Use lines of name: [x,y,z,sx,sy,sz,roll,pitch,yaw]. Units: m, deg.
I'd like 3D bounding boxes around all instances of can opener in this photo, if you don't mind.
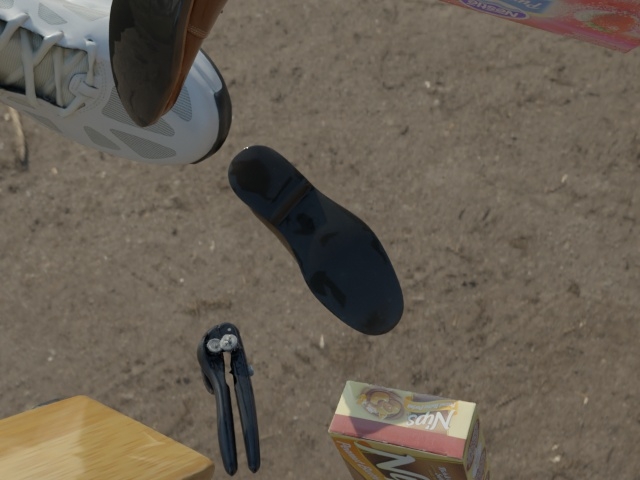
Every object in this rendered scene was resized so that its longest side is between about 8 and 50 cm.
can opener: [-0.098,0.174,0.903,0.059,0.073,0.186,-14,53,-11]

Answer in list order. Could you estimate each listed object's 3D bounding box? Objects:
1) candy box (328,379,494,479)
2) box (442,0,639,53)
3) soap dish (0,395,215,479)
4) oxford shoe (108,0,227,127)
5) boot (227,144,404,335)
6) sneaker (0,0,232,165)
candy box: [0.143,0.328,1.145,0.183,0.316,0.087,6,51,23]
box: [0.190,-0.298,0.744,0.300,0.142,0.154,15,87,-2]
soap dish: [-0.198,0.214,0.389,0.229,0.290,0.118,-13,51,-45]
oxford shoe: [-0.082,-0.156,0.512,0.076,0.212,0.076,-22,66,-40]
boot: [0.000,0.000,1.090,0.112,0.115,0.305,-41,84,-4]
sneaker: [-0.312,-0.160,0.732,0.448,0.169,0.257,27,28,-4]
